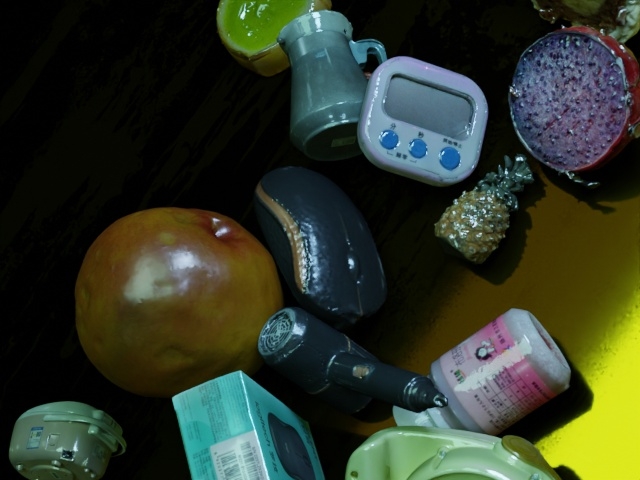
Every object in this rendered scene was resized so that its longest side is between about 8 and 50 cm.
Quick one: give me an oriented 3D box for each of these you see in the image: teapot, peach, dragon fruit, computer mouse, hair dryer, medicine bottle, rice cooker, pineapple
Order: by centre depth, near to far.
[{"bbox_3d":[0.062,0.189,1.567,0.352,0.189,0.107,5,64,58],"label":"hair dryer"},{"bbox_3d":[0.232,0.216,1.573,0.247,0.147,0.147,-36,58,13],"label":"medicine bottle"},{"bbox_3d":[0.417,-0.217,1.664,0.224,0.148,0.218,47,126,24],"label":"dragon fruit"},{"bbox_3d":[0.266,-0.056,1.692,0.108,0.108,0.197,35,83,34],"label":"pineapple"},{"bbox_3d":[-0.222,0.093,1.753,0.343,0.343,0.301,37,115,34],"label":"peach"},{"bbox_3d":[0.002,-0.004,1.764,0.116,0.183,0.323,-52,52,37],"label":"computer mouse"},{"bbox_3d":[0.029,-0.269,1.859,0.203,0.171,0.225,-7,69,-17],"label":"teapot"},{"bbox_3d":[-0.446,0.358,1.880,0.206,0.145,0.127,-5,52,26],"label":"rice cooker"}]

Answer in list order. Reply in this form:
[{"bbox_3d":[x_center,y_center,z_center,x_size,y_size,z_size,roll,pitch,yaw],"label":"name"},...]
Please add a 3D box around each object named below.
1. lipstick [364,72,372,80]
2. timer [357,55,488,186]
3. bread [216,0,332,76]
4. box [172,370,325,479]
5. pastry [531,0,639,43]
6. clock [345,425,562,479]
[{"bbox_3d":[0.038,-0.295,1.951,0.129,0.030,0.030,4,72,25],"label":"lipstick"},{"bbox_3d":[0.166,-0.192,1.757,0.209,0.069,0.190,17,77,-12],"label":"timer"},{"bbox_3d":[-0.091,-0.432,2.053,0.236,0.070,0.236,-10,66,23],"label":"bread"},{"bbox_3d":[-0.088,0.340,1.596,0.118,0.311,0.205,-21,60,9],"label":"box"},{"bbox_3d":[0.421,-0.450,1.695,0.170,0.236,0.256,-42,54,-14],"label":"pastry"},{"bbox_3d":[0.210,0.404,1.468,0.348,0.117,0.286,-2,95,22],"label":"clock"}]
